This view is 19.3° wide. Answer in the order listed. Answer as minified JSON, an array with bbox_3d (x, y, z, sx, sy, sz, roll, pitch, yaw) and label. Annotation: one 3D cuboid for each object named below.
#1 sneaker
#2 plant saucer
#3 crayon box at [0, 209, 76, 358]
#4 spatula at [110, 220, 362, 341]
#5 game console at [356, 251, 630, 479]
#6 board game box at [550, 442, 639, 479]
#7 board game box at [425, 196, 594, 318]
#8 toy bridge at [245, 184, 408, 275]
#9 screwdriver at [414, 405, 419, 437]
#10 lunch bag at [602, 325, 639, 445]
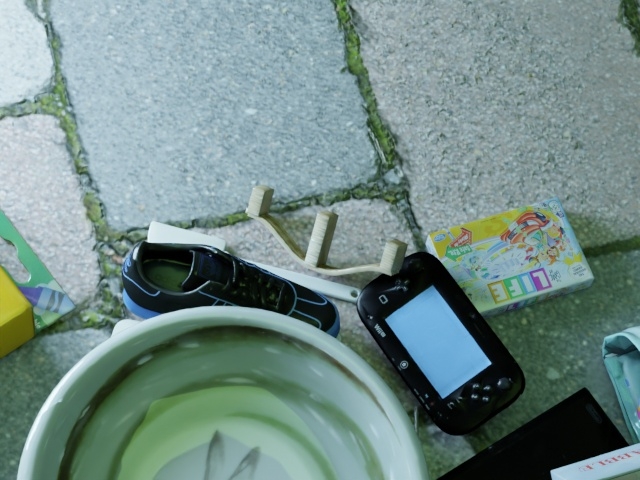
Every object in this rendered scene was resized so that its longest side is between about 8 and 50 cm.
[{"bbox_3d":[-0.090,0.056,1.932,0.232,0.090,0.081,10,59,-2],"label":"sneaker"},{"bbox_3d":[-0.094,0.264,1.845,0.400,0.100,0.400,2,65,-4],"label":"plant saucer"},{"bbox_3d":[-0.438,0.067,1.917,0.323,0.083,0.203,-34,72,-20],"label":"crayon box"},{"bbox_3d":[-0.086,0.082,1.982,0.242,0.019,0.168,16,58,1],"label":"spatula"},{"bbox_3d":[0.152,0.172,1.911,0.213,0.044,0.361,-31,62,-9],"label":"game console"},{"bbox_3d":[0.395,0.321,1.742,0.318,0.066,0.318,-14,101,-13],"label":"board game box"},{"bbox_3d":[0.204,0.022,2.031,0.154,0.026,0.103,-16,67,-13],"label":"board game box"},{"bbox_3d":[0.000,0.000,2.002,0.188,0.063,0.026,22,19,23],"label":"toy bridge"},{"bbox_3d":[0.102,0.247,1.921,0.025,0.024,0.170,24,53,-27],"label":"screwdriver"},{"bbox_3d":[0.431,0.157,1.914,0.223,0.160,0.262,-14,33,-11],"label":"lunch bag"}]
